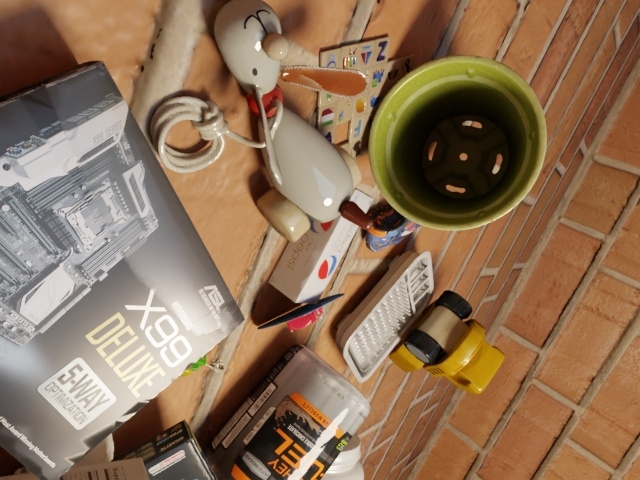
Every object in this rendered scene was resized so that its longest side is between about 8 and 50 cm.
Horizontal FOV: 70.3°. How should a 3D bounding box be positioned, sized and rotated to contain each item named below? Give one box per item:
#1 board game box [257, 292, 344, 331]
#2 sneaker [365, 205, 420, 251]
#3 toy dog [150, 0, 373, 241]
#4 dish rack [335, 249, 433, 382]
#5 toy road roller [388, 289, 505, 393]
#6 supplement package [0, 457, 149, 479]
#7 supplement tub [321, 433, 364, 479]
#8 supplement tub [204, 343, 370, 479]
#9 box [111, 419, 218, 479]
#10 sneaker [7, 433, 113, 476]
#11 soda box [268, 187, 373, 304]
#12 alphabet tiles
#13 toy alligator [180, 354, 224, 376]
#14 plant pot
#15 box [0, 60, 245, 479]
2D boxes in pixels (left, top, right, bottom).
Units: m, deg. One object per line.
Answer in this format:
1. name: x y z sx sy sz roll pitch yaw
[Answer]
1. board game box: -0.028 0.141 0.821 0.169 0.133 0.033 -20 88 -45
2. sneaker: 0.170 -0.041 0.991 0.221 0.083 0.087 -21 146 -37
3. toy dog: -0.018 -0.113 0.574 0.220 0.161 0.334 -58 146 -1
4. dish rack: 0.163 0.186 1.163 0.333 0.072 0.285 -47 147 -17
5. toy road roller: 0.361 0.313 1.301 0.202 0.241 0.329 -46 172 -18
6. supplement package: -0.309 0.378 0.445 0.263 0.198 0.199 11 105 -38
7. supplement tub: -0.025 0.609 1.044 0.235 0.236 0.324 13 83 -56
8. supplement tub: -0.078 0.390 0.880 0.338 0.207 0.207 -49 147 -15
9. box: -0.266 0.398 0.677 0.220 0.051 0.175 -25 116 -19
10. sneaker: -0.362 0.320 0.558 0.235 0.090 0.094 -50 137 -16
11. soda box: 0.000 0.000 0.782 0.069 0.074 0.216 18 102 -57
12. alphabet tiles: 0.077 -0.230 0.756 0.237 0.009 0.198 -31 138 -37
13. toy alligator: -0.210 0.173 0.671 0.051 0.056 0.189 -16 149 12
14. plant pot: 0.256 -0.163 0.839 0.254 0.276 0.276 -12 127 -67
15. box: -0.235 0.033 0.418 0.242 0.077 0.307 -39 127 -27
